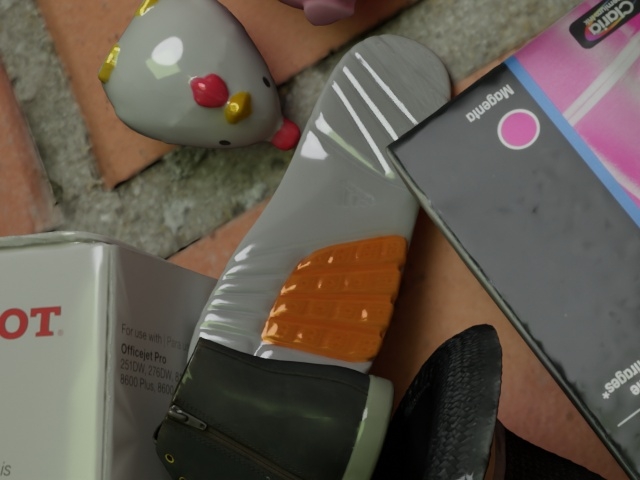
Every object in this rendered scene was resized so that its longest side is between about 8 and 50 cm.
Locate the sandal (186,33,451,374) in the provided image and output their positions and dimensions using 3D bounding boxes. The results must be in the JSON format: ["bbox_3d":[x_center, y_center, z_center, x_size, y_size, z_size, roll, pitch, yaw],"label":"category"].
[{"bbox_3d":[0.010,0.004,1.147,0.102,0.076,0.265,24,69,6],"label":"sandal"}]

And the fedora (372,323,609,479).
[{"bbox_3d":[0.082,0.215,0.982,0.152,0.334,0.334,19,88,-3],"label":"fedora"}]

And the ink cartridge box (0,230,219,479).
[{"bbox_3d":[-0.206,0.210,1.130,0.285,0.166,0.395,-4,77,26],"label":"ink cartridge box"}]

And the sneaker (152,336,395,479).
[{"bbox_3d":[-0.047,0.157,1.068,0.118,0.083,0.222,18,108,-2],"label":"sneaker"}]

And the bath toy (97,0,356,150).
[{"bbox_3d":[-0.001,-0.197,1.165,0.129,0.151,0.348,33,99,-2],"label":"bath toy"}]

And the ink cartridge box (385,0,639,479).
[{"bbox_3d":[0.207,0.040,1.018,0.176,0.069,0.371,-37,66,2],"label":"ink cartridge box"}]
